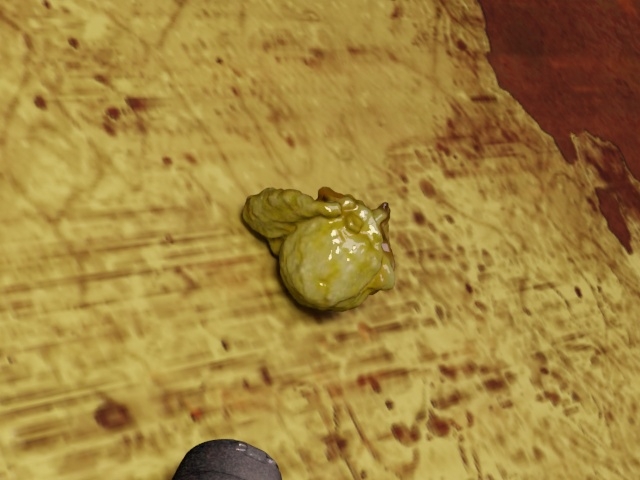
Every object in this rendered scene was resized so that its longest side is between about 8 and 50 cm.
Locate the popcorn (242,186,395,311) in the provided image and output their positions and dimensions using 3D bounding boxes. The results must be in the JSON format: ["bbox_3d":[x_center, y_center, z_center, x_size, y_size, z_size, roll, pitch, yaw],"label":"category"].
[{"bbox_3d":[0.000,0.000,0.813,0.083,0.059,0.068,38,36,-7],"label":"popcorn"}]

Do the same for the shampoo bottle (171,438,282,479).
[{"bbox_3d":[-0.047,0.178,0.607,0.087,0.049,0.234,33,39,-25],"label":"shampoo bottle"}]
